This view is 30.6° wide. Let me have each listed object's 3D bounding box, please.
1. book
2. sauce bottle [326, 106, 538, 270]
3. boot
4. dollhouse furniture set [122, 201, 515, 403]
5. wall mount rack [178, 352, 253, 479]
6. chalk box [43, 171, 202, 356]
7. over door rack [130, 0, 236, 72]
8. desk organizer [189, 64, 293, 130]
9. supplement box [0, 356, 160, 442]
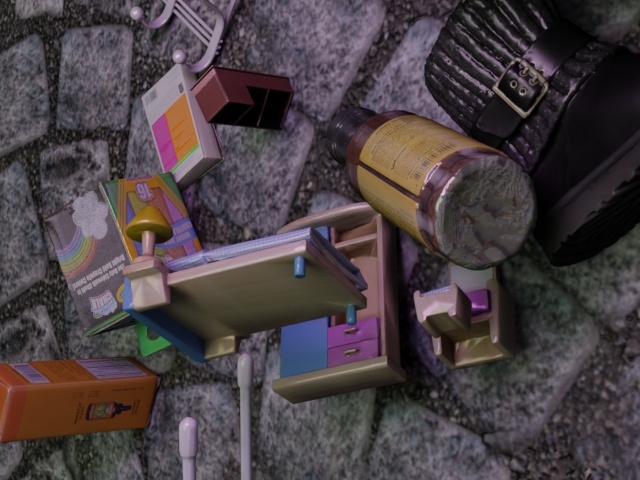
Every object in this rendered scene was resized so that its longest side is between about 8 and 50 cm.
[{"bbox_3d":[-0.186,-0.148,1.535,0.096,0.035,0.144,-34,66,39],"label":"book"},{"bbox_3d":[0.091,-0.071,1.158,0.344,0.111,0.111,-135,60,-64],"label":"sauce bottle"},{"bbox_3d":[0.259,-0.170,1.069,0.348,0.131,0.260,-44,61,32],"label":"boot"},{"bbox_3d":[0.000,0.000,1.148,0.286,0.303,0.198,-15,57,24],"label":"dollhouse furniture set"},{"bbox_3d":[-0.053,0.296,1.197,0.130,0.350,0.304,-38,92,15],"label":"wall mount rack"},{"bbox_3d":[-0.234,0.038,1.494,0.132,0.132,0.213,-27,82,37],"label":"chalk box"},{"bbox_3d":[-0.165,-0.412,1.478,0.239,0.108,0.324,47,118,32],"label":"over door rack"},{"bbox_3d":[-0.086,-0.166,1.379,0.047,0.130,0.050,-40,66,34],"label":"desk organizer"},{"bbox_3d":[-0.324,0.201,1.507,0.080,0.233,0.078,28,106,43],"label":"supplement box"}]
